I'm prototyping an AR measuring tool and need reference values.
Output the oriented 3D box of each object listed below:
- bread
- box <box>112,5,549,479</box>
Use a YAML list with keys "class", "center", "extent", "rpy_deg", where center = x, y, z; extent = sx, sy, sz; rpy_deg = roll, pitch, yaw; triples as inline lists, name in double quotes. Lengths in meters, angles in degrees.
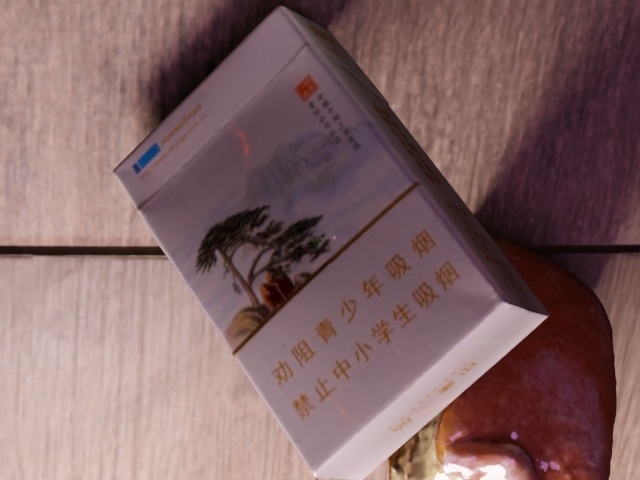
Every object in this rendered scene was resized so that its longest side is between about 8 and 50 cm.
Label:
- class: "bread"
  center: [0.110, 0.107, 1.007]
  extent: [0.123, 0.244, 0.190]
  rpy_deg: [20, 108, -8]
- class: "box"
  center: [-0.001, -0.001, 0.924]
  extent: [0.149, 0.233, 0.067]
  rpy_deg: [-42, 154, 14]
